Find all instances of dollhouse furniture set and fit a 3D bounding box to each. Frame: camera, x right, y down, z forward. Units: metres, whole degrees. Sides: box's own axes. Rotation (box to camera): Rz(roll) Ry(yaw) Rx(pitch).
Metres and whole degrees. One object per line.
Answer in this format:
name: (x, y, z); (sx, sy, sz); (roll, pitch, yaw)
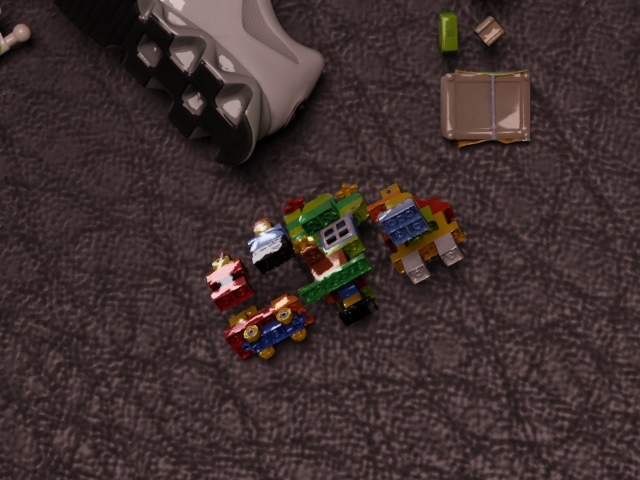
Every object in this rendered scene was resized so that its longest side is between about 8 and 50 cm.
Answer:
dollhouse furniture set: (0.138, -0.156, 1.658); (0.076, 0.058, 0.151); (-2, 95, -1)

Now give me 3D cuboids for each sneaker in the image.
sneaker: (-0.130, -0.225, 1.654); (0.330, 0.122, 0.146); (50, 56, -1)

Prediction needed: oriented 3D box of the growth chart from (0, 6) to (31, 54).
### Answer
growth chart: (-0.390, -0.218, 1.682); (0.172, 0.021, 0.237); (-38, 106, 5)

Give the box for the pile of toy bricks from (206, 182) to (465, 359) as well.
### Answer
pile of toy bricks: (0.000, 0.000, 1.603); (0.212, 0.118, 0.105); (-28, 42, 8)
